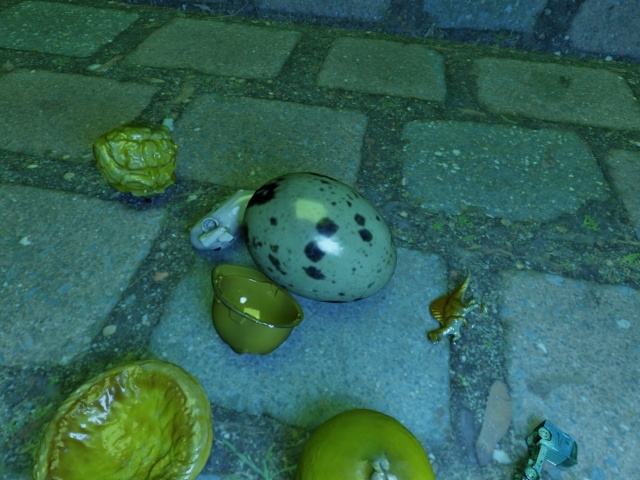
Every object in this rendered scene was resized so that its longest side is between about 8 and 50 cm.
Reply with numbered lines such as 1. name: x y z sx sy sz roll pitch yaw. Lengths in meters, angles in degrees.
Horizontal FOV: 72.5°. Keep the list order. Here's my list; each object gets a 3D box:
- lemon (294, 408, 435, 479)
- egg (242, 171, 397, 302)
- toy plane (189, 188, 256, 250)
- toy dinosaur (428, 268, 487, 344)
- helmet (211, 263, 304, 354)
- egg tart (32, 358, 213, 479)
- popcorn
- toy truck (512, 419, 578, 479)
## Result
1. lemon: 0.075 0.398 0.718 0.240 0.219 0.241 3 51 -4
2. egg: 0.000 0.000 1.032 0.379 0.287 0.288 36 51 -4
3. toy plane: -0.238 -0.049 1.157 0.244 0.117 0.245 -33 20 13
4. toy dinosaur: 0.325 0.167 1.070 0.142 0.057 0.212 -12 34 12
5. helmet: -0.161 0.172 0.966 0.205 0.140 0.257 14 15 -36
6. egg tart: -0.337 0.374 0.779 0.318 0.128 0.319 0 47 0
7. popcorn: -0.530 -0.232 1.282 0.249 0.225 0.249 -4 30 2
8. toy truck: 0.416 0.430 0.809 0.081 0.067 0.175 29 52 20
